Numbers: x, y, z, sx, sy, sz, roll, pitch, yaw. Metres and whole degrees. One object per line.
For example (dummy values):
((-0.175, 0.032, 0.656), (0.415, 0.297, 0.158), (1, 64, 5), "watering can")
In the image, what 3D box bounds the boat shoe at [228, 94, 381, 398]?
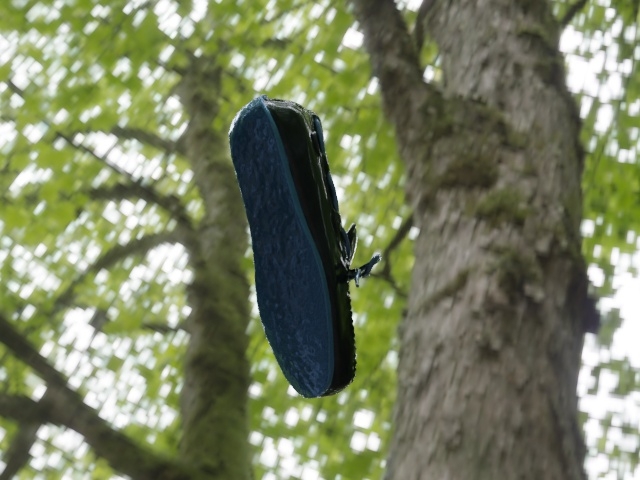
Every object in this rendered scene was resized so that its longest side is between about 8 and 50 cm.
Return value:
((0.000, 0.000, 1.244), (0.109, 0.089, 0.258), (-16, -100, 48), "boat shoe")
